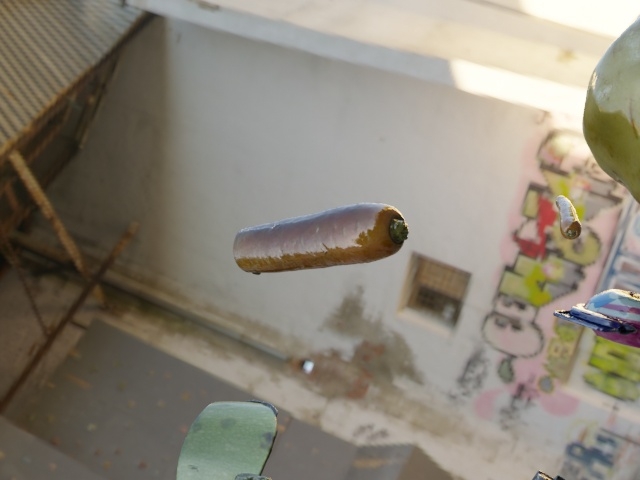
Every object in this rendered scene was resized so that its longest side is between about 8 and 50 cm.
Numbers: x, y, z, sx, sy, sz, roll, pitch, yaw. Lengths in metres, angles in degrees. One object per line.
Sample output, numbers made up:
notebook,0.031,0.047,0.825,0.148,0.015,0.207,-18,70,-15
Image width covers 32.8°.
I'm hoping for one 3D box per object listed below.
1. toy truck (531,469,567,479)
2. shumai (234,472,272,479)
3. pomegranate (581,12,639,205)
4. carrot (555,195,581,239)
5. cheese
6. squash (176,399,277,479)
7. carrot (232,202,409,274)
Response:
toy truck,0.236,0.345,1.187,0.192,0.083,0.092,-55,-8,-32
shumai,-0.104,0.371,1.506,0.082,0.083,0.080,51,-140,-18
pomegranate,0.510,-0.175,1.408,0.332,0.332,0.332,-56,-21,-35
carrot,0.448,-0.048,1.970,0.190,0.037,0.037,-70,-5,-67
cheese,0.375,0.098,1.340,0.244,0.155,0.062,6,-81,-48
squash,-0.150,0.305,1.625,0.184,0.085,0.192,-21,41,50
carrot,0.000,0.000,1.178,0.067,0.225,0.067,12,-107,-47
